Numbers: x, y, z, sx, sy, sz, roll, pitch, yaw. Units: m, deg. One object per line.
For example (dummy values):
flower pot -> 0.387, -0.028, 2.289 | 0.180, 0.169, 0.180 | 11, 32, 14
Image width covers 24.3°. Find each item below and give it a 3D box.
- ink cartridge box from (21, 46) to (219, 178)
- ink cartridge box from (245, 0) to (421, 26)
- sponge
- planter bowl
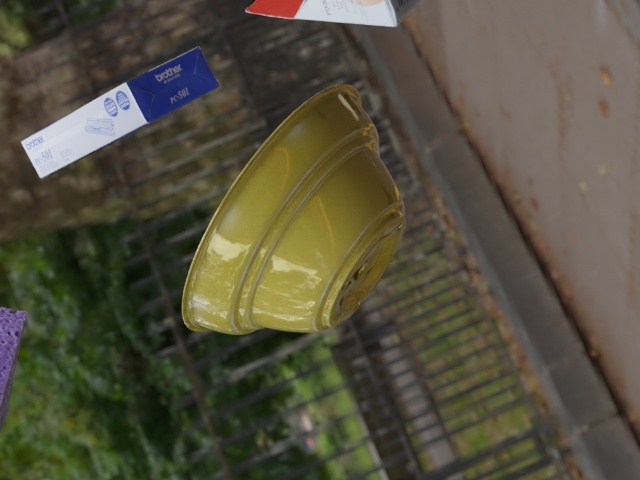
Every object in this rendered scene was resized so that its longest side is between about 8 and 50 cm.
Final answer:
ink cartridge box -> -0.197, -0.121, 1.436 | 0.207, 0.097, 0.046 | -20, 100, 49
ink cartridge box -> 0.034, -0.250, 1.321 | 0.179, 0.145, 0.045 | 14, 138, 38
sponge -> -0.316, 0.156, 1.421 | 0.210, 0.031, 0.117 | -102, 26, -69
planter bowl -> 0.000, 0.000, 1.096 | 0.090, 0.217, 0.217 | 34, 167, 16
